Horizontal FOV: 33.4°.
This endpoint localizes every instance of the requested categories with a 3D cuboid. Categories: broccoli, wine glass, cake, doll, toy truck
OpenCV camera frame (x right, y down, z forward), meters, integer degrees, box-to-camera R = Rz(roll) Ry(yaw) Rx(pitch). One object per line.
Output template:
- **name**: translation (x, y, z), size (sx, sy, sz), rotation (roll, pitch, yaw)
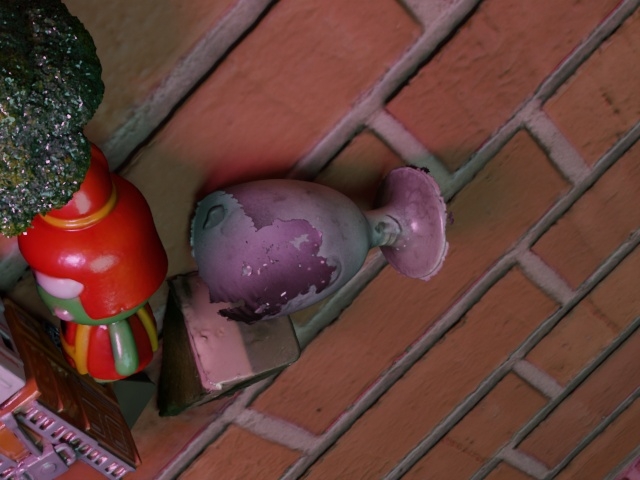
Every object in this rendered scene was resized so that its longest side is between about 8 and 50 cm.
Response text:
- **broccoli**: translation (-0.338, -0.131, 1.044), size (0.261, 0.241, 0.269), rotation (-26, 94, -24)
- **wine glass**: translation (-0.001, -0.001, 1.460), size (0.357, 0.190, 0.190), rotation (-11, 133, -37)
- **cake**: translation (-0.140, 0.199, 1.546), size (0.158, 0.172, 0.284), rotation (-10, 134, -28)
- **doll**: translation (-0.269, 0.009, 1.259), size (0.160, 0.183, 0.363), rotation (-20, 133, -12)
- **toy truck**: translation (-0.390, 0.192, 1.311), size (0.173, 0.207, 0.387), rotation (-38, 139, -1)

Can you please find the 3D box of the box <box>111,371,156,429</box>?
- **box**: translation (-0.305, 0.244, 1.564), size (0.091, 0.031, 0.126), rotation (11, 119, -43)
